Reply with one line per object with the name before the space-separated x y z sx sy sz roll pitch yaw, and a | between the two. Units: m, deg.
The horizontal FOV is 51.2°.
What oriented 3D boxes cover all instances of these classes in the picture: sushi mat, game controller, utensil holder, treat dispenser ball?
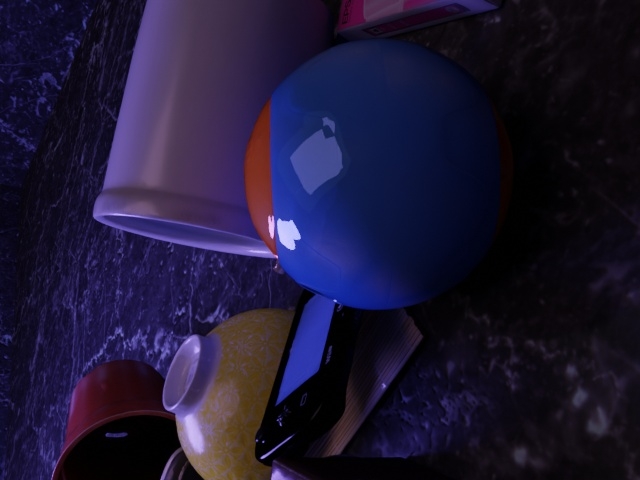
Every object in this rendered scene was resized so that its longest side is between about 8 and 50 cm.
sushi mat | 0.031 0.193 0.933 0.317 0.019 0.151 -60 38 25
game controller | -0.001 0.124 0.841 0.166 0.067 0.319 -57 11 41
utensil holder | -0.153 -0.188 1.061 0.327 0.327 0.386 0 77 56
treat dispenser ball | 0.062 -0.069 0.725 0.288 0.288 0.288 -23 61 51

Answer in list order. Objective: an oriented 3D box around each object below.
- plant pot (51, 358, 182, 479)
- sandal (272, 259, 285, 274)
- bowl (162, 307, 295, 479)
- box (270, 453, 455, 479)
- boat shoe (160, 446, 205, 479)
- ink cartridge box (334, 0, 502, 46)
plant pot | -0.371 0.377 1.281 0.265 0.272 0.273 41 114 62
sandal | 0.000 0.000 0.942 0.049 0.180 0.072 37 134 9
bowl | -0.139 0.219 0.995 0.289 0.156 0.290 -44 31 36
box | 0.118 0.315 0.609 0.381 0.191 0.143 4 84 57
boat shoe | -0.225 0.521 1.146 0.095 0.112 0.335 16 100 39
ink cartridge box | 0.118 -0.389 0.952 0.371 0.069 0.176 9 88 59
